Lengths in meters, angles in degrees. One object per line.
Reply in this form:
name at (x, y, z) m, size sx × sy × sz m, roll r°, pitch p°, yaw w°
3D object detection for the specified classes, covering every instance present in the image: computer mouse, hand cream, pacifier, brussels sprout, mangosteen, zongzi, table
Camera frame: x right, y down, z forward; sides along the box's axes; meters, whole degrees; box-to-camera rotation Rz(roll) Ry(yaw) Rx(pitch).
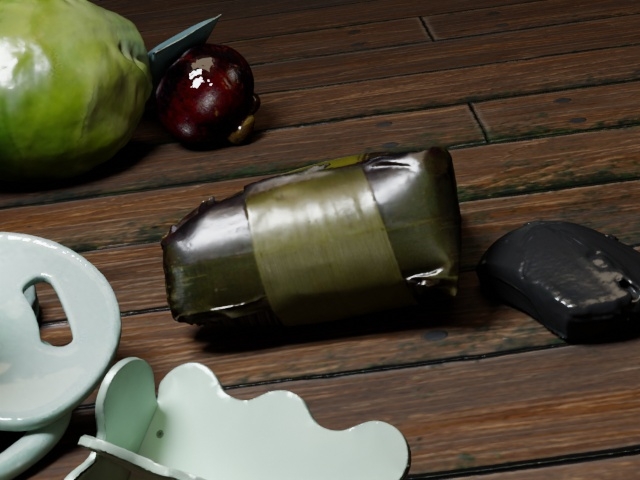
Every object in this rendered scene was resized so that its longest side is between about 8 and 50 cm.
computer mouse at (0.227, 0.026, 1.310) m, size 0.122 × 0.073 × 0.217 m, roll -17°, pitch 24°, yaw -23°
hand cream at (-0.221, -0.257, 2.041) m, size 0.111 × 0.070 × 0.312 m, roll -32°, pitch 4°, yaw -18°
pacifier at (-0.336, 0.066, 1.162) m, size 0.343 × 0.269 × 0.288 m, roll -18°, pitch 48°, yaw -17°
brussels sprout at (-0.390, -0.215, 1.886) m, size 0.344 × 0.268 × 0.344 m, roll -7°, pitch 13°, yaw 2°
mangosteen at (-0.150, -0.195, 1.941) m, size 0.152 × 0.152 × 0.152 m, roll -7°, pitch 21°, yaw 3°
zongzi at (0.000, 0.000, 1.414) m, size 0.289 × 0.154 × 0.317 m, roll -9°, pitch 1°, yaw 6°
table at (-0.049, 0.177, 0.923) m, size 0.198 × 0.166 × 0.166 m, roll 14°, pitch 29°, yaw 28°

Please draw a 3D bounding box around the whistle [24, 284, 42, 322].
whistle at (-0.438, 0.039, 1.399) m, size 0.290 × 0.163 × 0.163 m, roll -10°, pitch 21°, yaw -4°
